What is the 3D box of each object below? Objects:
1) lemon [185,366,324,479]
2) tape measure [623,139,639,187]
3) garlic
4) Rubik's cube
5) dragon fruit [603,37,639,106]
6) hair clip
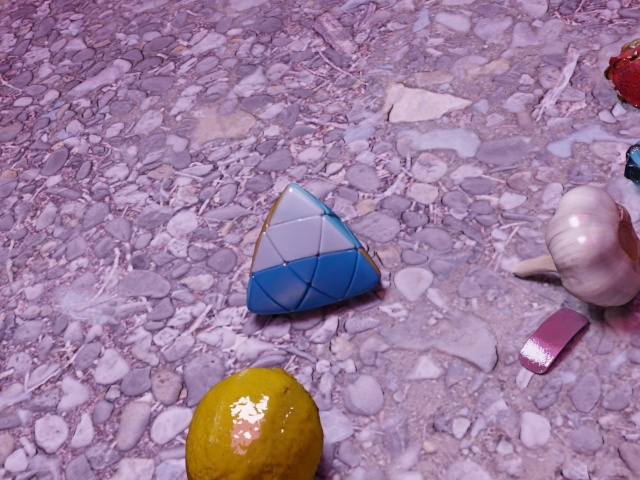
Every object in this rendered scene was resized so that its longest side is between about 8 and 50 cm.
[{"bbox_3d":[-0.097,0.300,1.355,0.204,0.204,0.260,3,46,21],"label":"lemon"},{"bbox_3d":[0.613,-0.131,1.623,0.146,0.081,0.125,28,50,34],"label":"tape measure"},{"bbox_3d":[0.401,0.022,1.498,0.226,0.199,0.199,-19,37,40],"label":"garlic"},{"bbox_3d":[0.000,0.000,1.603,0.254,0.254,0.254,-9,45,9],"label":"Rubik's cube"},{"bbox_3d":[0.656,-0.319,1.764,0.207,0.133,0.150,2,73,-1],"label":"dragon fruit"},{"bbox_3d":[0.371,0.155,1.467,0.054,0.022,0.137,32,63,35],"label":"hair clip"}]
